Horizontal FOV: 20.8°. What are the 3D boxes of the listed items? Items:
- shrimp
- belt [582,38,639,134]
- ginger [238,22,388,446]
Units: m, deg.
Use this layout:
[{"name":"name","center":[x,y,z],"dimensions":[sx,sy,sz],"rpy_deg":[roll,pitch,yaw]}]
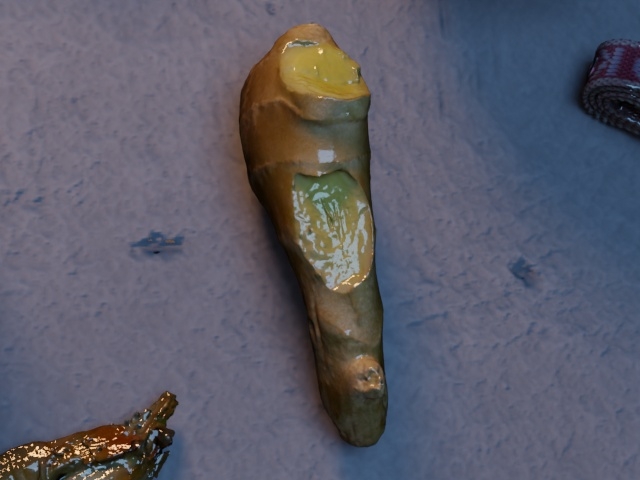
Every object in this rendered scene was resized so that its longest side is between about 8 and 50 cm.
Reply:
[{"name":"shrimp","center":[-0.161,0.161,1.140],"dimensions":[0.184,0.043,0.091],"rpy_deg":[-35,91,-21]},{"name":"belt","center":[0.306,-0.082,1.337],"dimensions":[0.232,0.071,0.053],"rpy_deg":[26,67,-15]},{"name":"ginger","center":[0.000,0.000,1.195],"dimensions":[0.086,0.131,0.295],"rpy_deg":[-12,96,-32]}]
